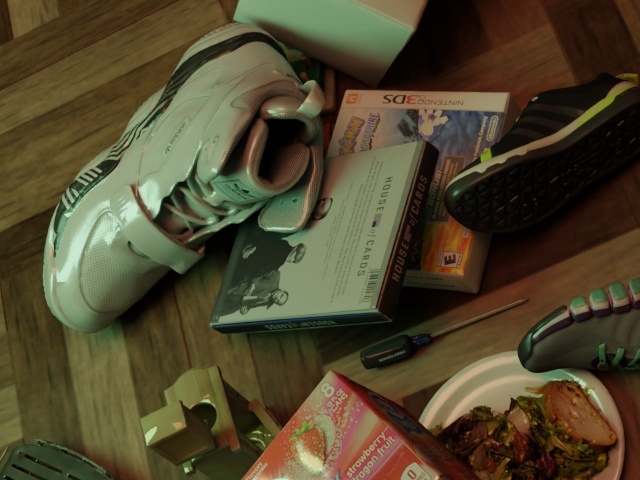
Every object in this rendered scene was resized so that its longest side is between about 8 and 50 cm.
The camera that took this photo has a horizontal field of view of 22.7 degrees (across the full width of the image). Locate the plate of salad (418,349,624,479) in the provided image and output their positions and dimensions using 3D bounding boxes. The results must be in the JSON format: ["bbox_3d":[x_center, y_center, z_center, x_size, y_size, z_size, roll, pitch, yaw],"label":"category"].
[{"bbox_3d":[0.168,0.185,1.408,0.200,0.048,0.200,-11,60,20],"label":"plate of salad"}]

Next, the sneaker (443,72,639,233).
[{"bbox_3d":[0.213,-0.088,1.518,0.235,0.084,0.097,-26,39,-10],"label":"sneaker"}]

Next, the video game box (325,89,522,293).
[{"bbox_3d":[0.088,-0.054,1.582,0.187,0.048,0.205,2,65,30],"label":"video game box"}]

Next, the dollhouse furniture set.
[{"bbox_3d":[-0.058,0.143,1.457,0.161,0.182,0.101,-27,55,11],"label":"dollhouse furniture set"}]

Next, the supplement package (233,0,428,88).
[{"bbox_3d":[0.054,-0.341,1.641,0.177,0.175,0.293,26,73,-4],"label":"supplement package"}]

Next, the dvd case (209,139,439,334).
[{"bbox_3d":[0.000,0.000,1.532,0.239,0.029,0.179,-7,59,46],"label":"dvd case"}]

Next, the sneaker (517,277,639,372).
[{"bbox_3d":[0.286,0.086,1.382,0.224,0.083,0.098,-23,63,7],"label":"sneaker"}]

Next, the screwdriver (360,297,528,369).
[{"bbox_3d":[0.118,0.089,1.507,0.170,0.024,0.025,-17,86,9],"label":"screwdriver"}]

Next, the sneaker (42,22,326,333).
[{"bbox_3d":[-0.132,-0.041,1.574,0.366,0.137,0.210,-53,32,2],"label":"sneaker"}]

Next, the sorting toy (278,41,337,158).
[{"bbox_3d":[-0.051,-0.184,1.722,0.132,0.046,0.274,-10,60,21],"label":"sorting toy"}]

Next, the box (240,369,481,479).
[{"bbox_3d":[-0.007,0.281,1.354,0.300,0.142,0.154,-52,54,4],"label":"box"}]

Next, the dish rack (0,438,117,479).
[{"bbox_3d":[-0.312,0.318,1.536,0.208,0.074,0.271,15,70,40],"label":"dish rack"}]
